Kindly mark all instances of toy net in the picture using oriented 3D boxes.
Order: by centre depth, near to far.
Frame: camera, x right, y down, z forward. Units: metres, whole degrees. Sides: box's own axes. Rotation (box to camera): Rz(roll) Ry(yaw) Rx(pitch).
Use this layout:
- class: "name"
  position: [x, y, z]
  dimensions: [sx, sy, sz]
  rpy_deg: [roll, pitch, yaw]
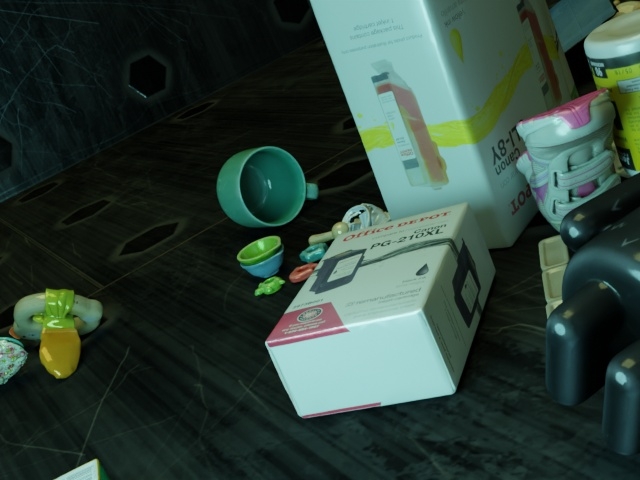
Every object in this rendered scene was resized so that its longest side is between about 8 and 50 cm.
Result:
- class: "toy net"
  position: [0.000, 0.000, 1.402]
  dimensions: [0.232, 0.045, 0.122]
  rpy_deg: [-26, 18, -5]

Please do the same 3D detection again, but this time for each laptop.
- class: "laptop"
  position: [0.278, -0.391, 1.807]
  dimensions: [0.408, 0.236, 0.382]
  rpy_deg: [16, 24, 2]

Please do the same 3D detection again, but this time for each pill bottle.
- class: "pill bottle"
  position: [0.369, -0.138, 1.072]
  dimensions: [0.119, 0.208, 0.119]
  rpy_deg: [-21, 19, 7]

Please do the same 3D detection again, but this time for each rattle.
- class: "rattle"
  position: [-0.407, 0.161, 1.486]
  dimensions: [0.200, 0.142, 0.130]
  rpy_deg: [-29, -20, 37]

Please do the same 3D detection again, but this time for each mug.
- class: "mug"
  position: [-0.095, -0.077, 1.633]
  dimensions: [0.097, 0.158, 0.129]
  rpy_deg: [-2, 52, 53]

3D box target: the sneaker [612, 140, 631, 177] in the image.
- class: "sneaker"
  position: [0.423, -0.195, 1.209]
  dimensions: [0.094, 0.234, 0.153]
  rpy_deg: [24, 27, 22]

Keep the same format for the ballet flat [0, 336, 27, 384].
- class: "ballet flat"
  position: [-0.523, 0.203, 1.465]
  dimensions: [0.241, 0.091, 0.077]
  rpy_deg: [-17, 50, 33]

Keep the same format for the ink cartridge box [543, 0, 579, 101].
- class: "ink cartridge box"
  position: [0.278, -0.254, 1.481]
  dimensions: [0.160, 0.219, 0.092]
  rpy_deg: [-14, 22, 28]

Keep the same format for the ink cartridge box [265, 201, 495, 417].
- class: "ink cartridge box"
  position: [0.072, 0.067, 1.044]
  dimensions: [0.172, 0.100, 0.237]
  rpy_deg: [-14, 21, 26]

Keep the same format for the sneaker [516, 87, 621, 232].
- class: "sneaker"
  position: [0.276, -0.079, 1.071]
  dimensions: [0.103, 0.111, 0.252]
  rpy_deg: [-22, -16, 6]

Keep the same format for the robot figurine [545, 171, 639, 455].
- class: "robot figurine"
  position: [0.295, 0.036, 0.739]
  dimensions: [0.278, 0.209, 0.173]
  rpy_deg: [-31, -4, -18]

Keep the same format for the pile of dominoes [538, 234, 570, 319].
- class: "pile of dominoes"
  position: [0.315, 0.042, 0.955]
  dimensions: [0.196, 0.040, 0.251]
  rpy_deg: [-18, 28, 18]

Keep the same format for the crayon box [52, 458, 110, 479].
- class: "crayon box"
  position: [-0.231, 0.302, 0.803]
  dimensions: [0.165, 0.081, 0.278]
  rpy_deg: [-27, 19, -7]

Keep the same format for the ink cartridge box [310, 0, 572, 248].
- class: "ink cartridge box"
  position: [0.171, -0.212, 1.249]
  dimensions: [0.160, 0.384, 0.279]
  rpy_deg: [-4, 27, 39]

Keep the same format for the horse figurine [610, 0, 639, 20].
- class: "horse figurine"
  position: [0.563, -0.413, 1.815]
  dimensions: [0.263, 0.066, 0.174]
  rpy_deg: [-10, 18, 33]
